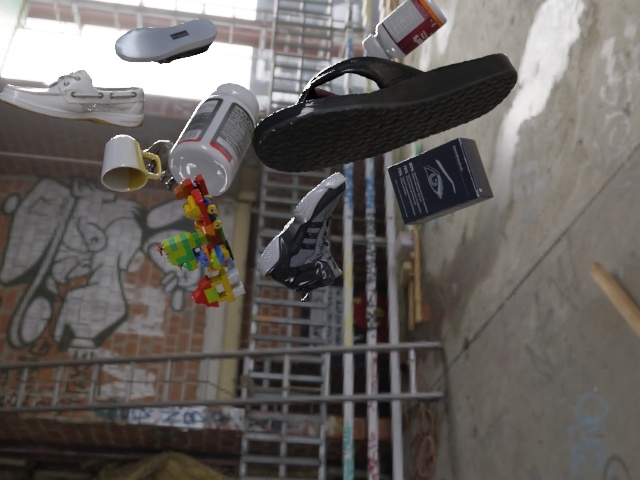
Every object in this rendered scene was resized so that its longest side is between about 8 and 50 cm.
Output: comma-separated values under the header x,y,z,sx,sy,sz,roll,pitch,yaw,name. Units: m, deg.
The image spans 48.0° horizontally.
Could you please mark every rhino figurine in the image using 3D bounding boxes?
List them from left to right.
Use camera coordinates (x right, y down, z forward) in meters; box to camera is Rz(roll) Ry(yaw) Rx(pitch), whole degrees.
x,y,z,sx,sy,sz,roll,pitch,yaw,name
-0.412,-0.198,2.052,0.106,0.243,0.073,-45,-24,-7,rhino figurine

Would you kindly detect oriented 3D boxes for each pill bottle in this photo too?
x,y,z,sx,sy,sz,roll,pitch,yaw,name
-0.255,-0.257,1.790,0.161,0.161,0.283,102,-175,-47,pill bottle
0.234,-0.589,2.018,0.221,0.121,0.121,-37,28,19,pill bottle

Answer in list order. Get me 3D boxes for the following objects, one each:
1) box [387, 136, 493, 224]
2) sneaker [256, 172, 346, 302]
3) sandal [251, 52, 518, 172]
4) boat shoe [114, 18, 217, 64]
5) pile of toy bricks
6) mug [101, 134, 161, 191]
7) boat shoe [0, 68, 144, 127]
x,y,z,sx,sy,sz,roll,pitch,yaw,name
0.289,-0.140,1.739,0.108,0.207,0.153,-5,-103,-57,box
0.000,0.000,1.460,0.269,0.153,0.101,-51,-2,17,sneaker
0.086,-0.203,1.053,0.107,0.445,0.167,62,151,17,sandal
-0.327,-0.409,1.525,0.080,0.228,0.076,55,150,14,boat shoe
-0.200,0.006,1.121,0.118,0.105,0.212,-120,13,-46,pile of toy bricks
-0.270,-0.108,1.005,0.078,0.062,0.064,35,-144,-54,mug
-0.463,-0.279,1.363,0.098,0.277,0.096,27,110,42,boat shoe
